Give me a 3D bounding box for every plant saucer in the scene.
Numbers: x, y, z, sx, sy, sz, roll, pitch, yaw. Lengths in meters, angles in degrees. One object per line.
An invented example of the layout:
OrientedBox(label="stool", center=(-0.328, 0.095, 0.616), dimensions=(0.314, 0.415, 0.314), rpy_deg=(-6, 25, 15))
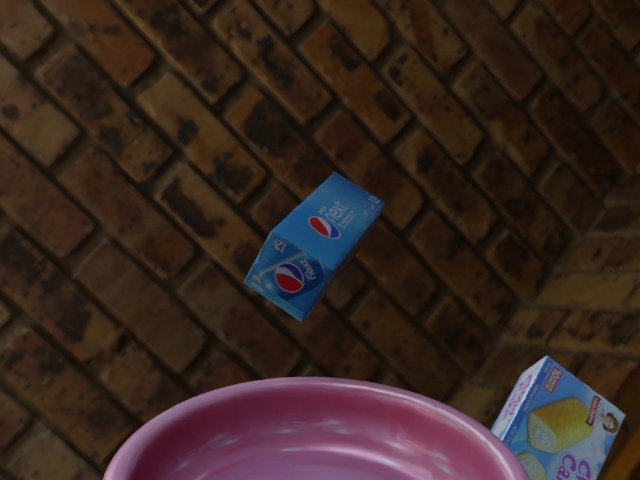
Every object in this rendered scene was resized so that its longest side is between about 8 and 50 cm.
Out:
OrientedBox(label="plant saucer", center=(-0.002, 0.218, 0.739), dimensions=(0.332, 0.332, 0.084), rpy_deg=(24, -62, 44))

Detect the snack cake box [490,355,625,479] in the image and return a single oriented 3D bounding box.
OrientedBox(label="snack cake box", center=(0.319, 0.322, 1.377), dimensions=(0.152, 0.264, 0.089), rpy_deg=(36, -31, 2))

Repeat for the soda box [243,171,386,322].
OrientedBox(label="soda box", center=(0.000, 0.000, 0.964), dimensions=(0.071, 0.067, 0.210), rpy_deg=(33, 25, 4))
